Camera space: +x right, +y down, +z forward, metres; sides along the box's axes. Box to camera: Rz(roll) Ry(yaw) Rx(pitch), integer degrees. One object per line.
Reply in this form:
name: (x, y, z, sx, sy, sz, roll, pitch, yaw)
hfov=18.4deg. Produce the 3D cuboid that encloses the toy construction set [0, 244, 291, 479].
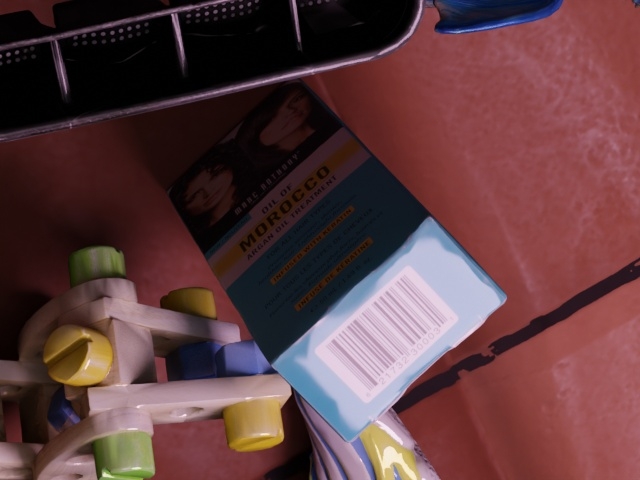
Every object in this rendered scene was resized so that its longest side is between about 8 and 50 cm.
toy construction set: (-0.198, 0.064, 0.970, 0.327, 0.151, 0.215, 23, 146, -32)

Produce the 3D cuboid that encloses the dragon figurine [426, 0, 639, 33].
dragon figurine: (0.080, -0.157, 1.038, 0.289, 0.085, 0.144, -18, 113, -11)

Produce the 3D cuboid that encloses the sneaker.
sneaker: (0.020, 0.179, 1.143, 0.126, 0.091, 0.240, -33, 116, -2)

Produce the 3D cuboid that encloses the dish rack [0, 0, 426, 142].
dish rack: (-0.081, -0.192, 0.793, 0.208, 0.074, 0.271, -14, 113, -11)

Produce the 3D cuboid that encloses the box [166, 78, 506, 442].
box: (0.000, 0.000, 0.984, 0.100, 0.244, 0.060, -43, 115, 2)
